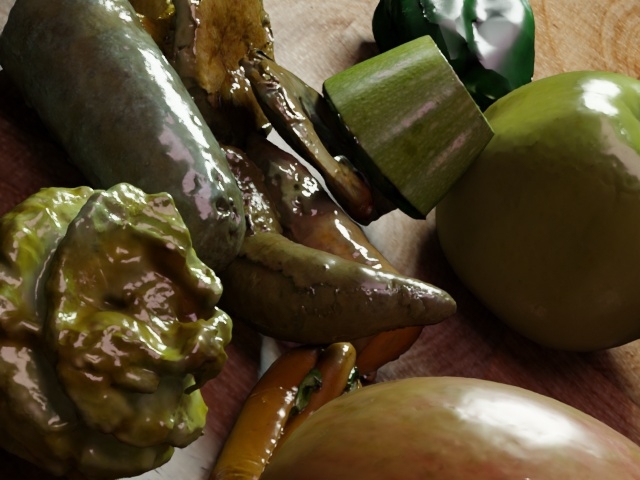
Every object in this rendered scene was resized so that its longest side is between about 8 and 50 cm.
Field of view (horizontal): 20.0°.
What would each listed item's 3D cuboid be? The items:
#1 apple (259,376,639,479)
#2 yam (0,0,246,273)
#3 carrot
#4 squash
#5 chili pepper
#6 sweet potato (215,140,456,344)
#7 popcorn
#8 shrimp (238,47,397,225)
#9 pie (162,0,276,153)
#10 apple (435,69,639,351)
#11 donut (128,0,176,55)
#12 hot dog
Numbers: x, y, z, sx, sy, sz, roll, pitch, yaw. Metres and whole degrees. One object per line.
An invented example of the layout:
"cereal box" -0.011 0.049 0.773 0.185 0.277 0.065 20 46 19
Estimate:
"apple" 0.090 0.266 1.247 0.364 0.364 0.364 27 36 -22
"yam" -0.171 -0.102 1.576 0.133 0.133 0.330 -6 55 -49
"carrot" 0.000 0.000 1.679 0.102 0.102 0.263 -7 57 -50
"squash" 0.090 -0.115 1.763 0.170 0.123 0.170 54 7 -9
"chili pepper" 0.148 -0.247 2.052 0.173 0.165 0.261 9 46 -15
"sweet potato" -0.036 0.019 1.590 0.310 0.124 0.098 35 -1 28
"popcorn" -0.171 0.067 1.340 0.204 0.184 0.221 -2 66 -25
"shrimp" 0.005 -0.085 1.722 0.253 0.058 0.173 49 7 -33
"pie" -0.096 -0.178 1.743 0.195 0.046 0.195 31 55 -58
"apple" 0.269 -0.033 1.853 0.292 0.254 0.292 24 40 -21
"donut" -0.182 -0.228 1.771 0.162 0.065 0.178 33 35 -16
"hot dog" -0.022 0.165 1.494 0.100 0.068 0.249 39 34 -8
